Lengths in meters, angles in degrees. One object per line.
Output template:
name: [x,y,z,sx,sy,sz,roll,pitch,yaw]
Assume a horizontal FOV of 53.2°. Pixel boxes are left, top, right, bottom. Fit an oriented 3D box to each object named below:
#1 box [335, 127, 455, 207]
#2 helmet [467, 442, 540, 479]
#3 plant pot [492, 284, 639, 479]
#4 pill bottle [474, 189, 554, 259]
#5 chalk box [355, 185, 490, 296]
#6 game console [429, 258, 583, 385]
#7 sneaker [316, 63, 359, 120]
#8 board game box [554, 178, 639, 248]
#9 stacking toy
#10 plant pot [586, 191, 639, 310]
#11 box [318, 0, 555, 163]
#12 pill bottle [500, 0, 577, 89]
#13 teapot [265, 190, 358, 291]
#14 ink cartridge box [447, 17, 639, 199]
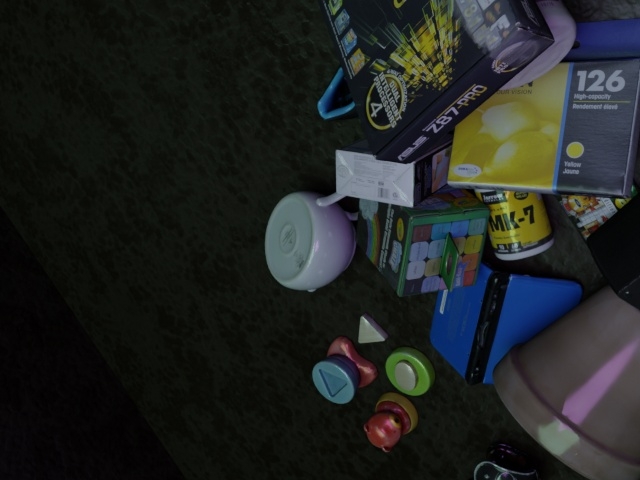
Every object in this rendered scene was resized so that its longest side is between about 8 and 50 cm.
box: [0.175,-0.160,1.243,0.169,0.290,0.087,14,118,33]
helmet: [0.426,0.582,1.509,0.169,0.169,0.161,18,105,29]
plant pot: [0.538,0.243,1.192,0.323,0.323,0.280,38,111,15]
pill bottle: [0.372,-0.077,1.251,0.119,0.119,0.208,-12,104,40]
chalk box: [0.212,-0.011,1.276,0.289,0.179,0.180,-126,35,-53]
game console: [0.396,0.166,1.415,0.250,0.173,0.293,-132,41,-51]
sneaker: [0.123,-0.355,1.285,0.125,0.140,0.341,50,130,8]
board game box: [0.519,-0.088,1.198,0.136,0.030,0.259,-33,90,39]
stacking toy: [0.128,0.370,1.645,0.309,0.130,0.279,37,129,16]
plant pot: [0.589,0.036,1.080,0.188,0.167,0.187,33,130,-4]
box: [0.154,-0.370,1.020,0.318,0.097,0.394,-38,59,43]
pill bottle: [0.285,-0.418,1.071,0.169,0.169,0.301,-41,61,41]
teapot: [0.000,0.000,1.531,0.256,0.187,0.252,-2,84,55]
ink cartridge box: [0.391,-0.235,1.112,0.304,0.072,0.307,7,92,33]
